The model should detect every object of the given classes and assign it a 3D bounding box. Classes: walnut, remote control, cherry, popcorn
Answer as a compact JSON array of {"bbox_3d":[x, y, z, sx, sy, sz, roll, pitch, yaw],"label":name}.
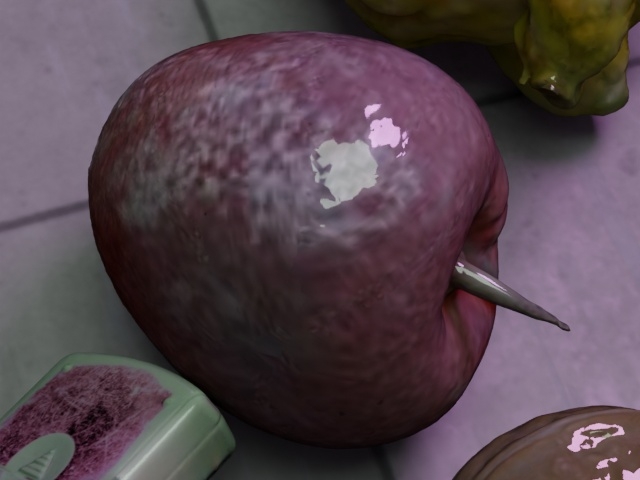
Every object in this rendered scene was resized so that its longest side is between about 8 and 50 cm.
[{"bbox_3d":[0.146,0.155,0.929,0.162,0.140,0.140,-24,65,-9],"label":"walnut"},{"bbox_3d":[-0.194,0.190,0.885,0.344,0.050,0.145,-45,32,-24],"label":"remote control"},{"bbox_3d":[0.000,0.000,0.941,0.285,0.236,0.213,23,33,18],"label":"cherry"},{"bbox_3d":[0.111,-0.248,1.070,0.279,0.274,0.335,22,71,17],"label":"popcorn"}]
